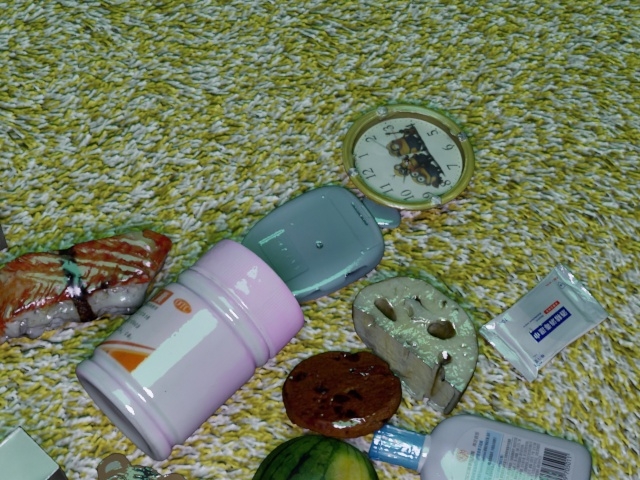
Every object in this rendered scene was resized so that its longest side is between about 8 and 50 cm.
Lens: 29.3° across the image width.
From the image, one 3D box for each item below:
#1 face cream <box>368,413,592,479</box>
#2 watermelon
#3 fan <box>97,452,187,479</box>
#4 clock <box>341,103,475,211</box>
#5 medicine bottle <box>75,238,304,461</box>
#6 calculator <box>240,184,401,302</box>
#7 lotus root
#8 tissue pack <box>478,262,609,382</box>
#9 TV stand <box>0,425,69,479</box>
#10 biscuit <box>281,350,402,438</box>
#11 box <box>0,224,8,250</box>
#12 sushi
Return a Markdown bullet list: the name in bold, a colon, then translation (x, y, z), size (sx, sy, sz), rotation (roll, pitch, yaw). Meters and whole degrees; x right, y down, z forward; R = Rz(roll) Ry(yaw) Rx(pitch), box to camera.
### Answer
- **face cream**: translation (0.242, 0.352, 1.890), size (0.337, 0.080, 0.163), rotation (14, 65, 7)
- **watermelon**: translation (-0.014, 0.398, 1.839), size (0.204, 0.127, 0.232), rotation (33, 73, 11)
- **fan**: translation (-0.302, 0.445, 1.873), size (0.153, 0.008, 0.226), rotation (16, 63, 6)
- **clock**: translation (0.152, -0.137, 2.141), size (0.237, 0.057, 0.237), rotation (2, 57, -3)
- **medicine bottle**: translation (-0.202, 0.168, 1.905), size (0.202, 0.202, 0.316), rotation (41, 69, 17)
- **calculator**: translation (0.000, 0.000, 2.081), size (0.299, 0.041, 0.185), rotation (-27, 67, -15)
- **lotus root**: translation (0.163, 0.161, 1.964), size (0.138, 0.119, 0.235), rotation (-38, 69, -18)
- **tissue pack**: translation (0.372, 0.136, 2.030), size (0.193, 0.026, 0.122), rotation (-37, 71, -17)
- **TV stand**: translation (-0.413, 0.359, 1.768), size (0.088, 0.269, 0.083), rotation (40, 68, 14)
- **biscuit**: translation (0.034, 0.242, 1.929), size (0.192, 0.049, 0.192), rotation (-6, 34, 4)
- **box**: translation (-0.647, -0.076, 2.047), size (0.149, 0.155, 0.231), rotation (-26, 66, -16)
- **sushi**: translation (-0.400, 0.075, 1.997), size (0.332, 0.130, 0.124), rotation (-12, 59, -13)
